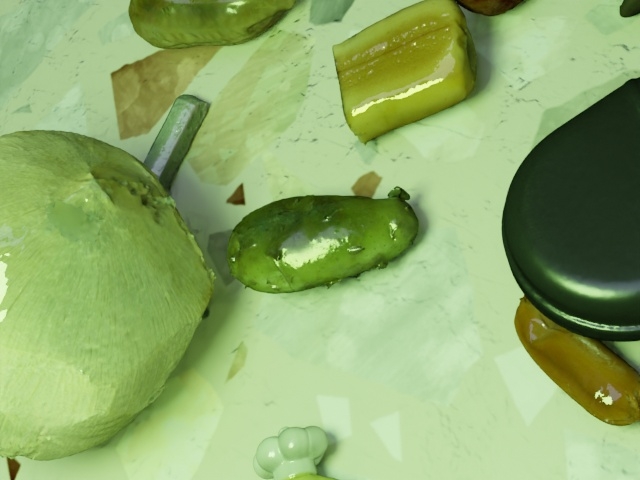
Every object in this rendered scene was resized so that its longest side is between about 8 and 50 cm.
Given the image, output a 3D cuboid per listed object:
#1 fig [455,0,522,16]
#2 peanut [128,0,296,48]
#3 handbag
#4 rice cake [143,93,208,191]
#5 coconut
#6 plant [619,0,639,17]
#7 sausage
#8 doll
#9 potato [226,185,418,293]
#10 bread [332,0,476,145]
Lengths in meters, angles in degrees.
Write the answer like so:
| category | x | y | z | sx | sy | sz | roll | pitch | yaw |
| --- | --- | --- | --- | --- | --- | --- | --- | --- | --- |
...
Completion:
| category | x | y | z | sx | sy | sz | roll | pitch | yaw |
| --- | --- | --- | --- | --- | --- | --- | --- | --- | --- |
| fig | 0.170 | -0.349 | 1.401 | 0.146 | 0.133 | 0.201 | -45 | 44 | -8 |
| peanut | -0.140 | -0.308 | 1.566 | 0.237 | 0.110 | 0.120 | -6 | 52 | 26 |
| handbag | 0.322 | -0.037 | 1.165 | 0.308 | 0.093 | 0.253 | -34 | 52 | 4 |
| rice cake | -0.201 | -0.095 | 1.550 | 0.047 | 0.036 | 0.206 | 18 | 78 | 22 |
| coconut | -0.299 | 0.055 | 1.353 | 0.360 | 0.346 | 0.346 | -45 | 44 | 50 |
| plant | 0.401 | -0.333 | 1.235 | 0.321 | 0.194 | 0.181 | 1 | 56 | 26 |
| sausage | 0.250 | 0.119 | 1.183 | 0.062 | 0.054 | 0.183 | -29 | 47 | -22 |
| doll | -0.019 | 0.266 | 1.265 | 0.106 | 0.062 | 0.162 | -25 | 59 | 14 |
| potato | 0.000 | 0.000 | 1.358 | 0.226 | 0.090 | 0.117 | -12 | 57 | 18 |
| bread | 0.099 | -0.192 | 1.389 | 0.173 | 0.085 | 0.134 | -19 | 63 | 23 |
